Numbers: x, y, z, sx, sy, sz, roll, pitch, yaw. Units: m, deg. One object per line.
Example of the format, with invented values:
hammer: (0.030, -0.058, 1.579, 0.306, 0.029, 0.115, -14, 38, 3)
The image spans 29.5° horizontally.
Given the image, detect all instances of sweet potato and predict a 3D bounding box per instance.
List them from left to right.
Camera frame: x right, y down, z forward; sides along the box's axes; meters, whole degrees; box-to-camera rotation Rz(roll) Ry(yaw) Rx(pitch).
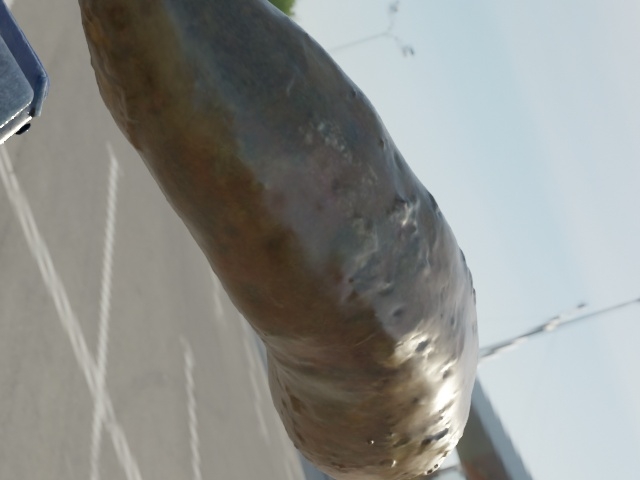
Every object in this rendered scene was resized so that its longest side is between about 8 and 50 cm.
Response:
sweet potato: (0.001, 0.000, 0.432, 0.292, 0.097, 0.097, 66, 4, -46)

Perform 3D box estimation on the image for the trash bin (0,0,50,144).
trash bin: (-0.377, -0.155, 1.064, 0.234, 0.184, 0.162, 27, -29, 39)
